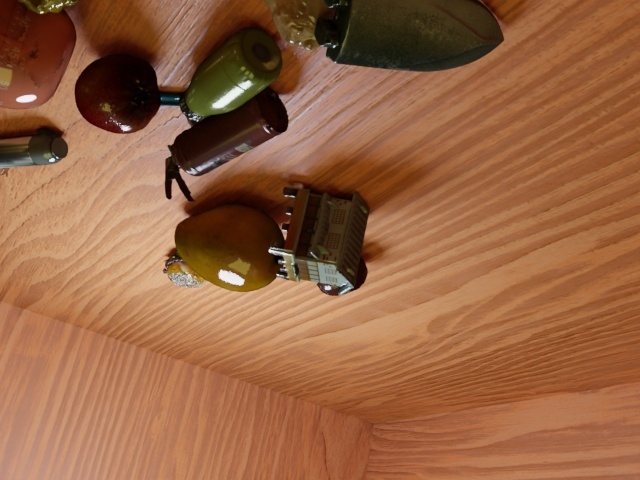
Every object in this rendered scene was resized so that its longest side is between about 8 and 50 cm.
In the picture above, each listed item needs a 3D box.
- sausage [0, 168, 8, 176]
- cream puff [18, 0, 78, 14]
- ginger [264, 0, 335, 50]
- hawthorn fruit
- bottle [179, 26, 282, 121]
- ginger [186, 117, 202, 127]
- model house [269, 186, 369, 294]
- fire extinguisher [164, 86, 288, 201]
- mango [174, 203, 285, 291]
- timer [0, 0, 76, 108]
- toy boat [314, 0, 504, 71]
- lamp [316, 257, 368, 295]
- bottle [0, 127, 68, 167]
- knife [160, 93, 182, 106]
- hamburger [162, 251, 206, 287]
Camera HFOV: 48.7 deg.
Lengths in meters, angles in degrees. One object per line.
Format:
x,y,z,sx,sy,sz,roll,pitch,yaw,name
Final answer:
-0.905,-0.228,1.895,0.065,0.065,0.169,-14,145,42,sausage
-0.458,-0.452,1.201,0.146,0.146,0.116,8,-167,8,cream puff
-0.061,-0.392,1.151,0.193,0.123,0.115,19,174,-2,ginger
-0.423,-0.298,1.441,0.188,0.169,0.169,8,156,35,hawthorn fruit
-0.186,-0.308,1.366,0.112,0.112,0.260,28,149,-30,bottle
-0.216,-0.246,1.577,0.173,0.051,0.069,10,151,0,ginger
0.000,0.000,1.781,0.215,0.224,0.198,8,154,10,model house
-0.221,-0.191,1.506,0.337,0.147,0.106,-24,167,31,fire extinguisher
-0.255,0.020,1.948,0.378,0.221,0.264,7,149,42,mango
-0.571,-0.358,1.299,0.214,0.230,0.229,16,155,-21,timer
0.154,-0.343,1.135,0.319,0.092,0.141,2,126,-18,toy boat
0.056,0.089,2.054,0.157,0.135,0.156,-17,-178,2,lamp
-0.762,-0.236,1.809,0.253,0.079,0.096,0,114,25,bottle
-0.380,-0.311,1.544,0.296,0.026,0.044,5,142,15,knife
-0.436,0.102,2.324,0.164,0.093,0.189,19,155,-16,hamburger
